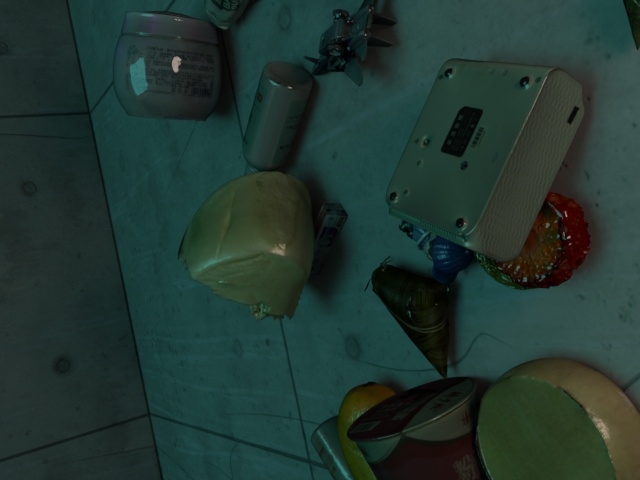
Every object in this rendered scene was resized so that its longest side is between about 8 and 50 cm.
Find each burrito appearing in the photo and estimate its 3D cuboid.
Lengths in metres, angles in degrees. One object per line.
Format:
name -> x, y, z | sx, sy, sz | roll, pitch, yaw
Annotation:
burrito -> -0.156, -0.638, 1.383 | 0.445, 0.101, 0.139 | -34, 65, 57

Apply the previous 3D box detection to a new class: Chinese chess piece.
Chinese chess piece -> 0.338, 0.293, 0.900 | 0.250, 0.103, 0.249 | 19, 114, 53

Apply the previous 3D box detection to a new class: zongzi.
zongzi -> 0.371, -0.282, 0.755 | 0.083, 0.040, 0.076 | 92, 156, -50
zongzi -> 0.161, 0.140, 1.154 | 0.187, 0.084, 0.184 | 23, 128, 60

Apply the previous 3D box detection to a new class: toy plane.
toy plane -> 0.029, -0.361, 1.190 | 0.267, 0.088, 0.212 | -7, 70, 59

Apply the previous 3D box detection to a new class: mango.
mango -> 0.125, 0.423, 1.240 | 0.177, 0.120, 0.294 | -25, 76, 44

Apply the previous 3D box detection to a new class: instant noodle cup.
instant noodle cup -> 0.184, 0.353, 1.057 | 0.235, 0.235, 0.178 | -26, 87, 56

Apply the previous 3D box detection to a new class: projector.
projector -> 0.215, -0.119, 0.878 | 0.198, 0.108, 0.250 | 32, 100, 55

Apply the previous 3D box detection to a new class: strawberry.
strawberry -> 0.303, -0.002, 0.879 | 0.145, 0.086, 0.145 | 12, 105, 56

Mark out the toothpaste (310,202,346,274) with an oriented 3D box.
toothpaste -> 0.000, 0.000, 1.381 | 0.196, 0.047, 0.040 | 115, 148, -42

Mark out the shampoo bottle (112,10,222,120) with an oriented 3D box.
shampoo bottle -> -0.387, -0.445, 1.628 | 0.273, 0.273, 0.266 | 22, 108, 52

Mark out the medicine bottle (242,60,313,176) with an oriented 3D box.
medicine bottle -> -0.117, -0.224, 1.430 | 0.110, 0.110, 0.351 | 55, 140, 32

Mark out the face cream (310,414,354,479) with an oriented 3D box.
face cream -> 0.081, 0.497, 1.345 | 0.251, 0.101, 0.101 | 52, 138, 35

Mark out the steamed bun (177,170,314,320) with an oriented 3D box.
steamed bun -> -0.160, 0.003, 1.363 | 0.273, 0.272, 0.290 | 116, 151, -42

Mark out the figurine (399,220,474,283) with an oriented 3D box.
figurine -> 0.196, 0.006, 1.067 | 0.087, 0.086, 0.149 | -45, 38, 6

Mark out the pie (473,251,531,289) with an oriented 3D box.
pie -> 0.275, 0.007, 0.975 | 0.092, 0.034, 0.169 | -38, 69, 43
